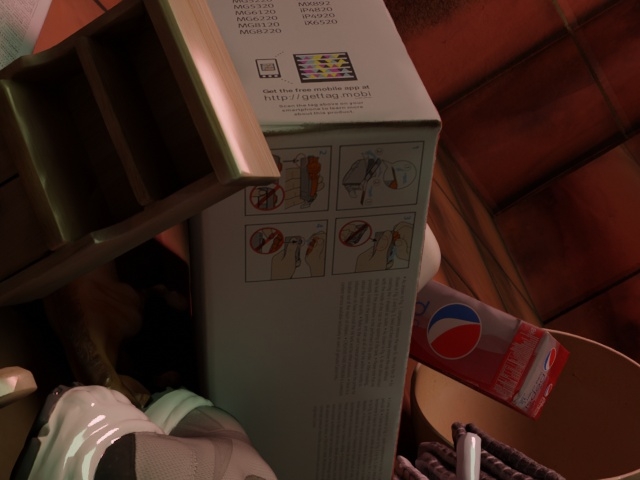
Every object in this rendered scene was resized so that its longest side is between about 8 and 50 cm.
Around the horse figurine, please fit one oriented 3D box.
[{"bbox_3d":[-0.150,0.002,0.654,0.263,0.066,0.174,67,12,10],"label":"horse figurine"}]

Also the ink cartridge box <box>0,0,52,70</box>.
[{"bbox_3d":[-0.266,-0.197,0.677,0.186,0.065,0.311,51,14,-30],"label":"ink cartridge box"}]

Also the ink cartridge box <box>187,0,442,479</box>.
[{"bbox_3d":[-0.027,-0.020,0.691,0.272,0.130,0.309,-105,-166,-49],"label":"ink cartridge box"}]

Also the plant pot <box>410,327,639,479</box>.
[{"bbox_3d":[0.234,0.250,1.142,0.284,0.284,0.191,-92,-175,-63],"label":"plant pot"}]

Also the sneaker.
[{"bbox_3d":[-0.063,0.132,0.486,0.108,0.100,0.271,22,-6,7],"label":"sneaker"}]

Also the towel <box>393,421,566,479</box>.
[{"bbox_3d":[0.175,0.290,0.871,0.235,0.121,0.283,56,-10,-10],"label":"towel"}]

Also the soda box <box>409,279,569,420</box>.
[{"bbox_3d":[0.125,0.094,1.093,0.263,0.083,0.092,25,-7,34],"label":"soda box"}]

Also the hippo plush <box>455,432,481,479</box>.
[{"bbox_3d":[0.120,0.306,0.570,0.236,0.234,0.294,49,-5,-13],"label":"hippo plush"}]

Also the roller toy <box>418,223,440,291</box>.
[{"bbox_3d":[0.000,0.000,0.947,0.191,0.146,0.209,39,-11,48],"label":"roller toy"}]

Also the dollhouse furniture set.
[{"bbox_3d":[-0.153,-0.039,0.395,0.242,0.161,0.212,-7,73,-65],"label":"dollhouse furniture set"}]
